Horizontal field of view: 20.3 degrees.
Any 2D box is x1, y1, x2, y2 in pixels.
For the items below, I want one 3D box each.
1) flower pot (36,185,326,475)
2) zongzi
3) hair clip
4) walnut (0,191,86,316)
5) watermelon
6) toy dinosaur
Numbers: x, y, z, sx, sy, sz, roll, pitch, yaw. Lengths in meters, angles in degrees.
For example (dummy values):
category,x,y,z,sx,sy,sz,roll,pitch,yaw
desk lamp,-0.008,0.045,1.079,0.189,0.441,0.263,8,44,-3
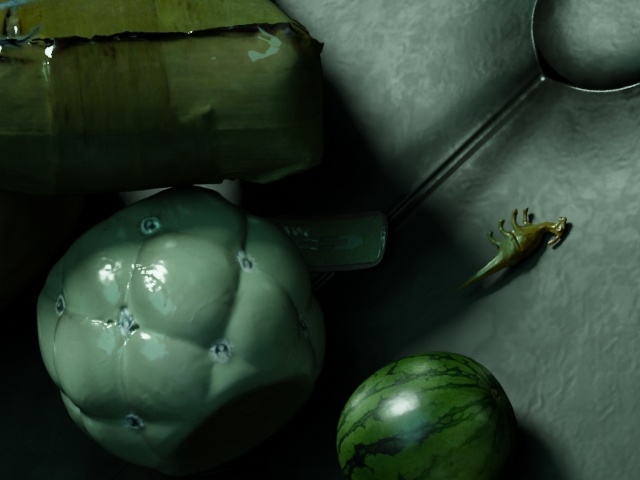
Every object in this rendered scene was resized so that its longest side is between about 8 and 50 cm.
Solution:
category,x,y,z,sx,sy,sz,roll,pitch,yaw
flower pot,-0.115,0.081,1.525,0.246,0.246,0.195,-39,69,10
zongzi,-0.202,-0.175,1.557,0.356,0.174,0.393,-3,30,-11
hair clip,0.001,0.001,1.618,0.137,0.022,0.054,-3,72,26
walnut,-0.406,-0.049,1.655,0.381,0.381,0.381,-9,68,24
watermelon,0.069,0.171,1.454,0.187,0.141,0.140,-33,61,18
toy dinosaur,0.158,0.003,1.532,0.113,0.026,0.041,-29,79,5
